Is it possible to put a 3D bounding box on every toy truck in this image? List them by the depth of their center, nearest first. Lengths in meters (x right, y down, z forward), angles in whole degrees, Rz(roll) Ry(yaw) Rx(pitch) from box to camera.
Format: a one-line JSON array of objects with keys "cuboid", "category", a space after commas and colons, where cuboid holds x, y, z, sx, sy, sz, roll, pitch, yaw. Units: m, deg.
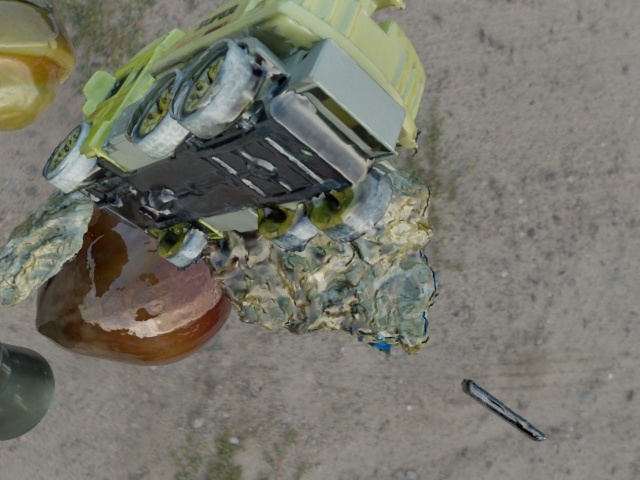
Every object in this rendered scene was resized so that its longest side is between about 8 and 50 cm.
[{"cuboid": [-0.054, -0.084, 0.472, 0.124, 0.272, 0.157, 37, 63, -30], "category": "toy truck"}]

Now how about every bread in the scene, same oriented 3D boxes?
[{"cuboid": [-0.508, -0.341, 1.146, 0.210, 0.300, 0.341, -27, 69, 14], "category": "bread"}]

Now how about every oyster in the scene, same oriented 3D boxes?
[{"cuboid": [0.002, 0.000, 0.654, 0.198, 0.092, 0.259, -39, 111, -9], "category": "oyster"}, {"cuboid": [-0.427, -0.010, 1.144, 0.209, 0.133, 0.072, -49, 143, -1], "category": "oyster"}]

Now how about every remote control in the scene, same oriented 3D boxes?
[{"cuboid": [0.183, 0.173, 0.759, 0.096, 0.039, 0.014, 36, 80, 5], "category": "remote control"}]

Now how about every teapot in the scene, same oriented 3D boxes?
[{"cuboid": [-0.567, 0.249, 1.269, 0.171, 0.225, 0.203, 7, 64, 5], "category": "teapot"}]

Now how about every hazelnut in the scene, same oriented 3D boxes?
[{"cuboid": [-0.359, 0.066, 1.425, 0.359, 0.410, 0.358, 4, 84, -36], "category": "hazelnut"}]

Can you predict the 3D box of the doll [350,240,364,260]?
[{"cuboid": [-0.012, -0.009, 0.713, 0.125, 0.027, 0.037, 33, 64, 15], "category": "doll"}]
